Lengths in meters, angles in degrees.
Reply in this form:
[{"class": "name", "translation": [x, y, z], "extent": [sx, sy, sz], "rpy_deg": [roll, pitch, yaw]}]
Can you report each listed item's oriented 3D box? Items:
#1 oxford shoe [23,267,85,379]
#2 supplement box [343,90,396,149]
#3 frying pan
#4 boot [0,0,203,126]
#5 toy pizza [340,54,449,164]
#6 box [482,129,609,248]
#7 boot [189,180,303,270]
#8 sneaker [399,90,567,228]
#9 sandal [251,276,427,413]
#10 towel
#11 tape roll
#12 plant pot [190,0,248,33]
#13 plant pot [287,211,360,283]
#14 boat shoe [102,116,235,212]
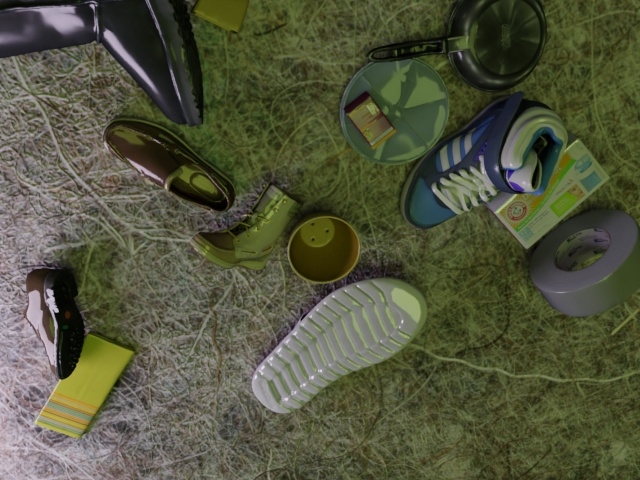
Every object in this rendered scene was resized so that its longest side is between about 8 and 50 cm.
[{"class": "oxford shoe", "translation": [-0.503, 0.154, 1.423], "extent": [0.096, 0.083, 0.227], "rpy_deg": [6, 110, 18]}, {"class": "supplement box", "translation": [0.086, -0.211, 1.333], "extent": [0.055, 0.043, 0.083], "rpy_deg": [-36, 114, 8]}, {"class": "frying pan", "translation": [0.256, -0.368, 1.308], "extent": [0.326, 0.053, 0.197], "rpy_deg": [9, 104, -21]}, {"class": "boot", "translation": [-0.430, -0.309, 1.179], "extent": [0.444, 0.146, 0.367], "rpy_deg": [-9, 134, 1]}, {"class": "toy pizza", "translation": [0.133, -0.235, 1.372], "extent": [0.201, 0.032, 0.201], "rpy_deg": [-3, 113, -6]}, {"class": "box", "translation": [0.416, -0.102, 1.435], "extent": [0.203, 0.103, 0.114], "rpy_deg": [-43, 113, 11]}, {"class": "boot", "translation": [-0.126, -0.030, 1.350], "extent": [0.165, 0.077, 0.213], "rpy_deg": [-54, 154, 13]}, {"class": "sneaker", "translation": [0.287, -0.114, 1.336], "extent": [0.323, 0.236, 0.130], "rpy_deg": [-45, 113, 11]}, {"class": "sandal", "translation": [0.025, 0.192, 1.513], "extent": [0.416, 0.102, 0.169], "rpy_deg": [-35, 100, 21]}, {"class": "towel", "translation": [-0.471, 0.291, 1.517], "extent": [0.102, 0.021, 0.237], "rpy_deg": [27, 106, -24]}, {"class": "tape roll", "translation": [0.515, 0.040, 1.450], "extent": [0.219, 0.219, 0.072], "rpy_deg": [-38, 114, 8]}, {"class": "plant pot", "translation": [-0.156, -0.392, 1.233], "extent": [0.081, 0.081, 0.083], "rpy_deg": [23, 98, -17]}, {"class": "plant pot", "translation": [0.000, 0.000, 1.419], "extent": [0.134, 0.095, 0.134], "rpy_deg": [-3, 114, -8]}, {"class": "boat shoe", "translation": [-0.258, -0.129, 1.321], "extent": [0.257, 0.095, 0.095], "rpy_deg": [27, 107, -19]}]
